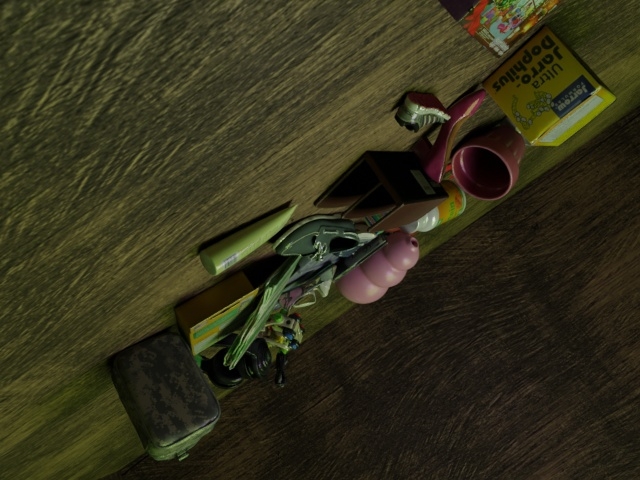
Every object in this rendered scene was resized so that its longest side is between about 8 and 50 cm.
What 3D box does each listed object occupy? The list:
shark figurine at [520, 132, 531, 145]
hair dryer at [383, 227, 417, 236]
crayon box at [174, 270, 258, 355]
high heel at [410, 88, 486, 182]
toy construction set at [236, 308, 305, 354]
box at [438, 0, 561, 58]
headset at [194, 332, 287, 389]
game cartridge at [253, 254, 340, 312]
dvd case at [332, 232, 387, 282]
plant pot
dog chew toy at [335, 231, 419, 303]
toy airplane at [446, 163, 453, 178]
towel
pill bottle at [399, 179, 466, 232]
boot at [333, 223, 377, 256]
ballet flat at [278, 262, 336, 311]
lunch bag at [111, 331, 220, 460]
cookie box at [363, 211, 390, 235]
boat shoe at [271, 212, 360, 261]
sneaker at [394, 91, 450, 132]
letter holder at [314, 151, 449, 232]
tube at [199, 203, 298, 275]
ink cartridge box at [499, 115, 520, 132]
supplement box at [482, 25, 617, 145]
[{"bbox_3d":[0.646,-0.298,2.076,0.278,0.116,0.166,-20,161,-42],"label":"shark figurine"},{"bbox_3d":[0.286,-0.039,2.163,0.293,0.080,0.223,-35,166,-1],"label":"hair dryer"},{"bbox_3d":[-0.281,0.195,1.608,0.203,0.083,0.323,-30,166,-20],"label":"crayon box"},{"bbox_3d":[0.336,-0.256,1.461,0.244,0.117,0.082,-43,164,29],"label":"high heel"},{"bbox_3d":[-0.175,0.315,2.112,0.327,0.215,0.151,58,48,-71],"label":"toy construction set"},{"bbox_3d":[0.333,-0.426,1.007,0.201,0.057,0.293,-42,165,25],"label":"box"},{"bbox_3d":[-0.254,0.380,1.948,0.243,0.185,0.394,-25,133,34],"label":"headset"},{"bbox_3d":[-0.081,0.128,1.915,0.355,0.068,0.230,-44,160,32],"label":"game cartridge"},{"bbox_3d":[0.117,0.035,1.959,0.221,0.018,0.164,-37,-159,12],"label":"dvd case"},{"bbox_3d":[0.532,-0.254,1.824,0.180,0.201,0.201,-45,173,-31],"label":"plant pot"},{"bbox_3d":[0.197,0.081,2.010,0.332,0.206,0.206,-35,169,40],"label":"dog chew toy"},{"bbox_3d":[0.463,-0.250,1.973,0.151,0.028,0.151,-34,166,-9],"label":"toy airplane"},{"bbox_3d":[-0.161,0.189,1.682,0.325,0.038,0.248,-61,175,28],"label":"towel"},{"bbox_3d":[0.364,-0.109,1.986,0.246,0.136,0.136,-24,163,-38],"label":"pill bottle"},{"bbox_3d":[0.107,0.002,1.861,0.190,0.069,0.086,-4,123,-50],"label":"boot"},{"bbox_3d":[-0.028,0.155,1.843,0.221,0.079,0.077,-30,165,-21],"label":"ballet flat"},{"bbox_3d":[-0.431,0.433,1.617,0.212,0.305,0.256,-22,158,-34],"label":"lunch bag"},{"bbox_3d":[0.172,-0.082,1.724,0.040,0.092,0.107,-21,160,-38],"label":"cookie box"},{"bbox_3d":[0.000,0.000,1.575,0.116,0.099,0.319,-44,164,33],"label":"boat shoe"},{"bbox_3d":[0.213,-0.267,1.259,0.170,0.063,0.075,-8,150,-52],"label":"sneaker"},{"bbox_3d":[0.154,-0.099,1.503,0.214,0.152,0.302,-40,165,29],"label":"letter holder"},{"bbox_3d":[-0.152,-0.007,1.302,0.240,0.062,0.070,-32,-149,-31],"label":"tube"},{"bbox_3d":[0.632,-0.393,1.828,0.099,0.056,0.135,-27,164,-30],"label":"ink cartridge box"},{"bbox_3d":[0.587,-0.374,1.497,0.194,0.195,0.356,-43,165,29],"label":"supplement box"}]
